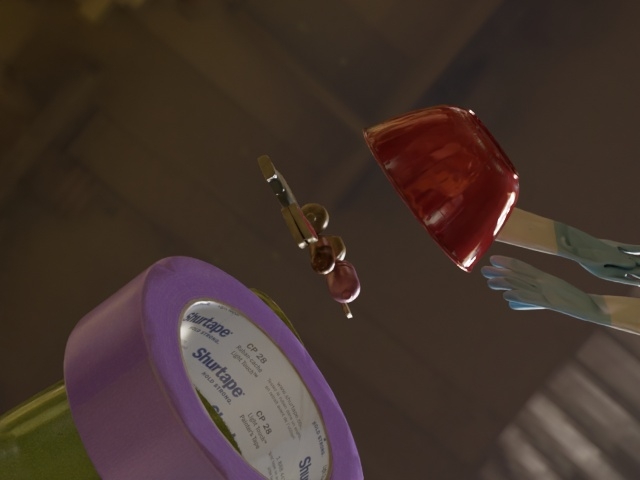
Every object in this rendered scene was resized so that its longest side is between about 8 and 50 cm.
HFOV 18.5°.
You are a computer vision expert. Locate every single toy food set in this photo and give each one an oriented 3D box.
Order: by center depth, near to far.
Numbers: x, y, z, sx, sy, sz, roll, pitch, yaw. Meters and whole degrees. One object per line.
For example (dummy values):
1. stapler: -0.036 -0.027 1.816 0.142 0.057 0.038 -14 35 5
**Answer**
1. toy food set: 0.000 0.000 1.199 0.019 0.078 0.122 -27 153 4

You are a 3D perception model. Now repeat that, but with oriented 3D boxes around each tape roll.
1. tape roll: -0.084 0.150 1.624 0.090 0.275 0.275 -35 -166 21

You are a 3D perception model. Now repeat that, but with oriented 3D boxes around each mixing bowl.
1. mixing bowl: 0.135 -0.068 1.964 0.098 0.181 0.181 -36 -169 10

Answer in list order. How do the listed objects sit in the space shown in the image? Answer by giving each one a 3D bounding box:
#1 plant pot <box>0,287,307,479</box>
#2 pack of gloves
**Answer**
1. plant pot: -0.192 0.274 2.109 0.353 0.366 0.366 -16 177 -19
2. pack of gloves: 0.269 0.046 2.087 0.195 0.232 0.046 -89 -162 -61
